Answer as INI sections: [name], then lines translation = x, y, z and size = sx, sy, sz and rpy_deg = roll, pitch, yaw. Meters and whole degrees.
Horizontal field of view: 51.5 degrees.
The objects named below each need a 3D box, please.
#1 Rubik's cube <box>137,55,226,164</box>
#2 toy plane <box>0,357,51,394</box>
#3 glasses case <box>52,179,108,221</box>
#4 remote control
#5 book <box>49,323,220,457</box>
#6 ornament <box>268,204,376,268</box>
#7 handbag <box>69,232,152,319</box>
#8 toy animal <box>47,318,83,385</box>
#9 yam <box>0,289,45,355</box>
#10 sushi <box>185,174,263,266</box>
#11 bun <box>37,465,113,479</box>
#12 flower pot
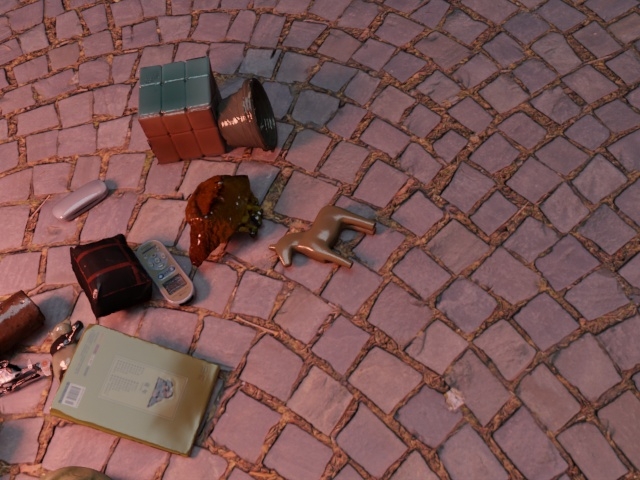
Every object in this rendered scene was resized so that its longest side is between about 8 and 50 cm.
[Rubik's cube]
translation = -0.426, -0.400, 2.056
size = 0.225, 0.221, 0.231
rpy_deg = -9, 57, 1
[toy plane]
translation = -0.801, 0.352, 1.733
size = 0.197, 0.053, 0.078
rpy_deg = -21, 66, -5
[glasses case]
translation = -0.732, -0.122, 2.022
size = 0.178, 0.045, 0.067
rpy_deg = -37, 61, -16
[remote control]
translation = -0.431, 0.092, 1.851
size = 0.087, 0.047, 0.244
rpy_deg = -33, 59, -17
[book]
translation = -0.451, 0.365, 1.628
size = 0.352, 0.035, 0.239
rpy_deg = 19, 62, -3
[ornament]
translation = 0.000, 0.000, 1.846
size = 0.245, 0.061, 0.230
rpy_deg = 22, 65, 18
[handbag]
translation = -0.567, 0.093, 1.803
size = 0.169, 0.155, 0.215
rpy_deg = -20, 55, -29
[toy animal]
translation = -0.644, 0.292, 1.729
size = 0.121, 0.094, 0.225
rpy_deg = -31, 60, -2
[yam]
translation = -0.874, 0.256, 1.755
size = 0.280, 0.131, 0.131
rpy_deg = -38, 61, -20
[sushi]
translation = -0.280, -0.074, 1.883
size = 0.167, 0.179, 0.296
rpy_deg = -18, 38, 23
[bun]
translation = -0.569, 0.633, 1.444
size = 0.293, 0.187, 0.293
rpy_deg = -5, 56, 7
[flower pot]
translation = -0.230, -0.368, 2.019
size = 0.140, 0.235, 0.235
rpy_deg = -15, 57, 11
